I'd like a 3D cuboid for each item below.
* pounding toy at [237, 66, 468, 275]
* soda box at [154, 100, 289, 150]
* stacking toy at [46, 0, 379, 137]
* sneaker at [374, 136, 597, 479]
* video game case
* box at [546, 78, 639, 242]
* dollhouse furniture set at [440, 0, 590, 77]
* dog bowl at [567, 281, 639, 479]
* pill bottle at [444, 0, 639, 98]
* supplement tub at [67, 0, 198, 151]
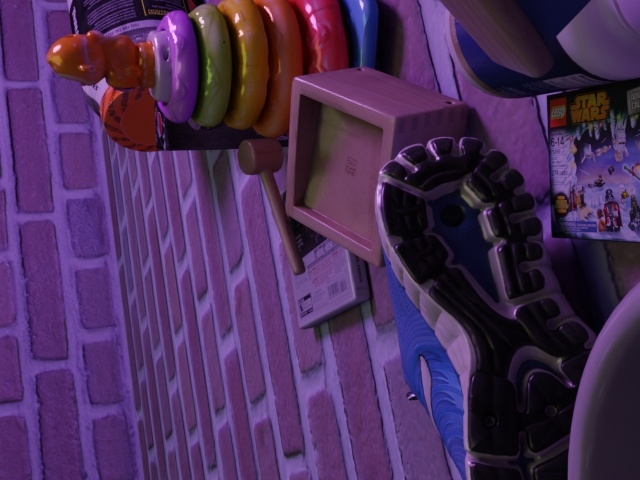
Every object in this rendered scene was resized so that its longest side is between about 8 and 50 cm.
[{"bbox_3d":[0.021,-0.057,0.805,0.206,0.094,0.181,31,126,43],"label":"pounding toy"},{"bbox_3d":[-0.105,-0.136,1.064,0.053,0.169,0.060,-156,64,-66],"label":"soda box"},{"bbox_3d":[-0.105,-0.168,0.871,0.175,0.302,0.165,-131,41,-56],"label":"stacking toy"},{"bbox_3d":[0.129,0.098,0.607,0.147,0.130,0.330,83,170,-68],"label":"sneaker"},{"bbox_3d":[0.000,0.000,1.026,0.190,0.022,0.173,142,121,-66],"label":"video game case"},{"bbox_3d":[0.182,-0.046,0.530,0.137,0.027,0.094,-176,83,-69],"label":"box"},{"bbox_3d":[0.114,-0.175,0.241,0.198,0.286,0.303,-47,25,3],"label":"dollhouse furniture set"},{"bbox_3d":[0.215,0.145,0.342,0.349,0.102,0.348,174,90,-74],"label":"dog bowl"},{"bbox_3d":[0.148,-0.133,0.509,0.169,0.094,0.094,-173,79,-69],"label":"pill bottle"},{"bbox_3d":[-0.286,-0.320,1.449,0.207,0.207,0.338,114,146,-51],"label":"supplement tub"}]
